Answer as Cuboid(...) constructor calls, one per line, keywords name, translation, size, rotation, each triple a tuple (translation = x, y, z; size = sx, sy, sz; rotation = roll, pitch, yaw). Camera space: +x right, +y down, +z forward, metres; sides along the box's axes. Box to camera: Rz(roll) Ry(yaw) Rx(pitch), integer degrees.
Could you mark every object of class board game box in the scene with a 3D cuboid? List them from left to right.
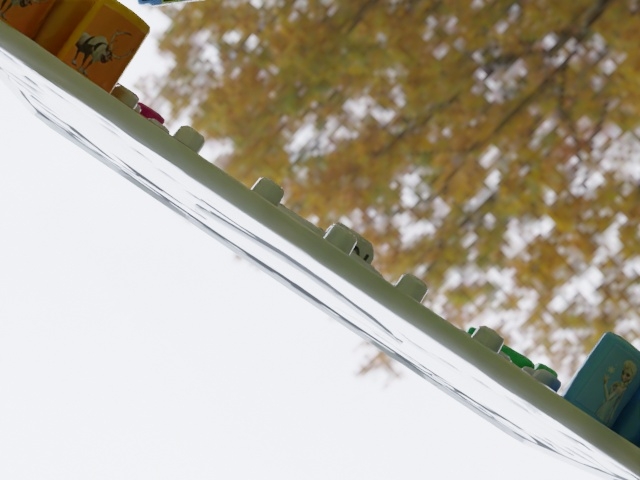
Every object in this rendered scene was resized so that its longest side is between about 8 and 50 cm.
Cuboid(name="board game box", translation=(0.000, 0.000, 0.882), size=(0.390, 0.050, 0.390), rotation=(34, 176, -2))

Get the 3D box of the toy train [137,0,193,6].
Cuboid(name="toy train", translation=(-0.090, -0.271, 1.456), size=(0.184, 0.105, 0.080), rotation=(-8, -159, 3))
